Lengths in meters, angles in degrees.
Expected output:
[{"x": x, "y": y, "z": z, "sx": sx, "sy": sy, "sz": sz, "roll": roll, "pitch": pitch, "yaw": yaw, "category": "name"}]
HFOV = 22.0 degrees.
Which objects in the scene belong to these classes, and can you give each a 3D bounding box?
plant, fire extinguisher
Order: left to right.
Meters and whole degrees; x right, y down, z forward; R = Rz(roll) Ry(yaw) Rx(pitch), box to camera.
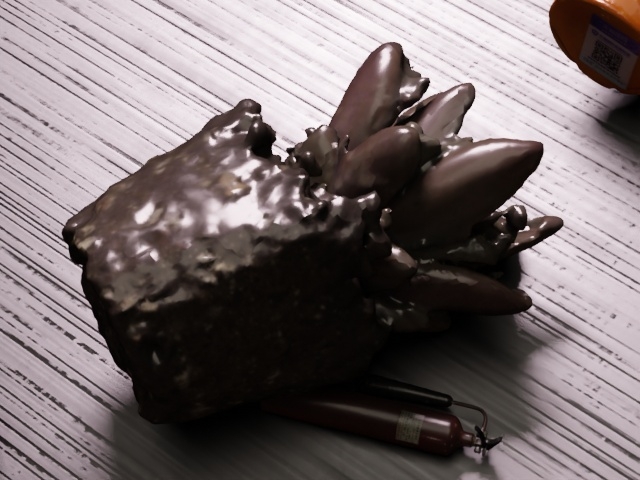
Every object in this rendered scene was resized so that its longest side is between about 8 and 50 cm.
[{"x": 0.000, "y": 0.000, "z": 1.112, "sx": 0.321, "sy": 0.181, "sz": 0.194, "roll": -25, "pitch": 48, "yaw": -10, "category": "plant"}, {"x": 0.045, "y": 0.117, "z": 1.138, "sx": 0.173, "sy": 0.035, "sz": 0.049, "roll": 12, "pitch": 25, "yaw": 14, "category": "fire extinguisher"}]

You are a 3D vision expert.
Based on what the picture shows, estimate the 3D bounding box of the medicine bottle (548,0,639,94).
[{"x": 0.293, "y": -0.241, "z": 1.234, "sx": 0.157, "sy": 0.157, "sz": 0.288, "roll": 33, "pitch": 69, "yaw": 23, "category": "medicine bottle"}]
